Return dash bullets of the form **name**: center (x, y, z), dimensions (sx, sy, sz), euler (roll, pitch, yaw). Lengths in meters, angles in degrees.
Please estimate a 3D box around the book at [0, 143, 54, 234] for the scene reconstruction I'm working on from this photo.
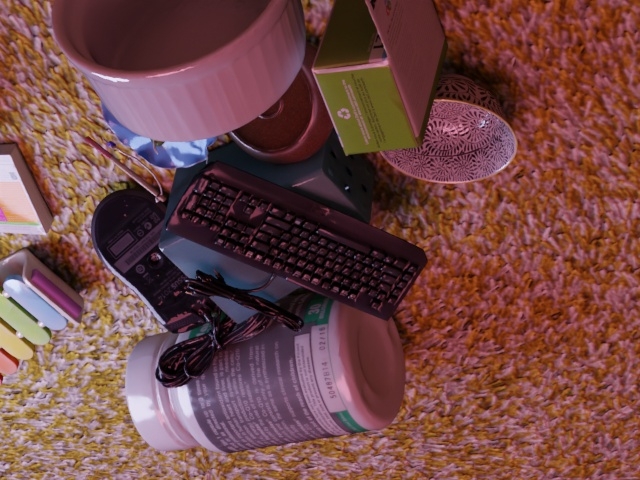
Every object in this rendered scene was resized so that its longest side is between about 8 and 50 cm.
- **book**: center (-0.439, -0.070, 2.244), dimensions (0.096, 0.035, 0.144), euler (0, 135, 20)

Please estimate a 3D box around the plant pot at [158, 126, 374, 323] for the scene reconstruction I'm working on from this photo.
- **plant pot**: center (-0.056, -0.042, 2.084), dimensions (0.234, 0.165, 0.166), euler (-27, 124, 27)

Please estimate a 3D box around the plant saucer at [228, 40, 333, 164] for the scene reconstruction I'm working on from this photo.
- **plant saucer**: center (-0.061, -0.172, 1.975), dimensions (0.168, 0.029, 0.168), euler (8, 109, 25)

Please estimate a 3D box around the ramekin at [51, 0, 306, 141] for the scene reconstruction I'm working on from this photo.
- **ramekin**: center (-0.147, -0.241, 1.818), dimensions (0.277, 0.277, 0.135), euler (-2, 143, 16)

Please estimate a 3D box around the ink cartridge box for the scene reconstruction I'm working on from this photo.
- **ink cartridge box**: center (0.050, -0.253, 1.808), dimensions (0.097, 0.189, 0.255), euler (-6, 132, 22)

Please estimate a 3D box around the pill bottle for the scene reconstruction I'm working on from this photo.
- **pill bottle**: center (-0.080, 0.190, 2.295), dimensions (0.361, 0.204, 0.204), euler (-12, 131, 25)

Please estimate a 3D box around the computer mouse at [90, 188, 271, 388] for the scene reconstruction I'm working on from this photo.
- **computer mouse**: center (-0.207, 0.049, 2.219), dimensions (0.188, 0.072, 0.272), euler (-36, 90, 9)

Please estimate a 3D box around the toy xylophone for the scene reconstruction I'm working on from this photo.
- **toy xylophone**: center (-0.504, 0.095, 2.397), dimensions (0.236, 0.081, 0.322), euler (37, 132, -23)

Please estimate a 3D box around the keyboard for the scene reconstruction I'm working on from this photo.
- **keyboard**: center (-0.046, 0.031, 2.025), dimensions (0.317, 0.033, 0.201), euler (23, 123, -18)

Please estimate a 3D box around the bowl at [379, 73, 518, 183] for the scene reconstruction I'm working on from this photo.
- **bowl**: center (0.154, -0.148, 1.959), dimensions (0.170, 0.080, 0.170), euler (4, 148, 3)

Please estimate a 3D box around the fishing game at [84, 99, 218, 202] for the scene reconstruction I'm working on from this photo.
- **fishing game**: center (-0.208, -0.166, 2.025), dimensions (0.189, 0.041, 0.264), euler (38, 132, 7)
